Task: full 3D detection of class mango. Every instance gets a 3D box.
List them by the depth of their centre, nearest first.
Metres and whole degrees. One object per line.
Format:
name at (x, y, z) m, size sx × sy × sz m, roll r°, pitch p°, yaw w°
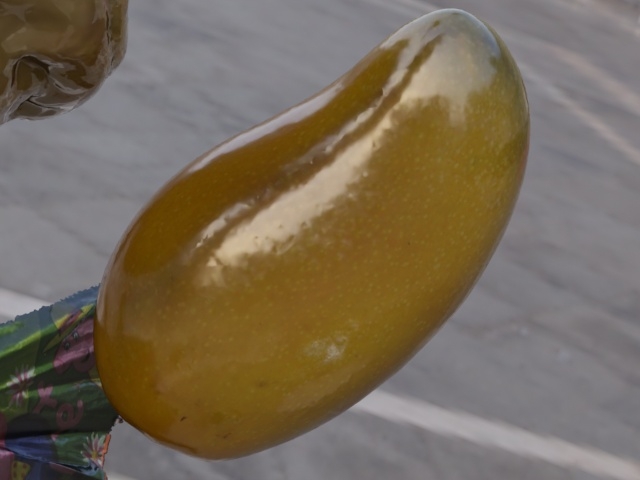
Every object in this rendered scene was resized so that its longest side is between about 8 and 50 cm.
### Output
mango at (0.000, 0.000, 0.619) m, size 0.102 × 0.184 × 0.085 m, roll 44°, pitch 8°, yaw -15°

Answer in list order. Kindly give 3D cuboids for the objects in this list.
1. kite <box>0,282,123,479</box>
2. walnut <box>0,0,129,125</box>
kite at (-0.125, 0.123, 0.599) m, size 0.016 × 0.321 × 0.234 m, roll -11°, pitch -33°, yaw 34°
walnut at (-0.159, -0.124, 0.606) m, size 0.228 × 0.228 × 0.228 m, roll 19°, pitch 15°, yaw -5°
